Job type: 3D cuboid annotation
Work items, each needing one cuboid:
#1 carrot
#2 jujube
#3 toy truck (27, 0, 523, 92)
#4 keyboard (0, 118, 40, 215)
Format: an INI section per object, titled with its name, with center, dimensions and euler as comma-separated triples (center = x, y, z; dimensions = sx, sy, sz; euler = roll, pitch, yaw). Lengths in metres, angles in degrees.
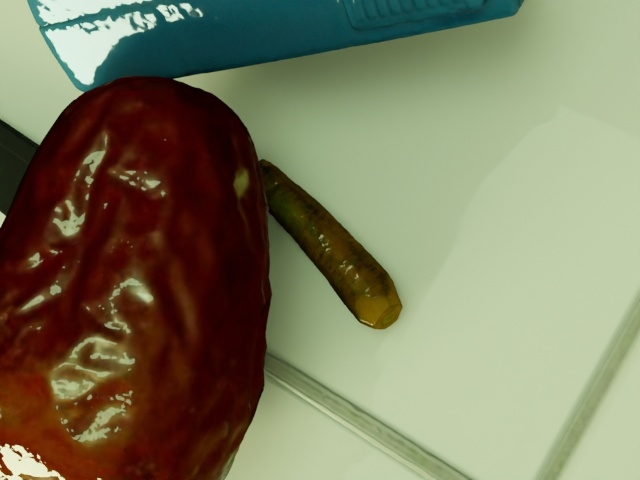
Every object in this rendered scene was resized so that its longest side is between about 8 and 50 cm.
[carrot]
center = 0.000, 0.000, 0.757
dimensions = 0.042, 0.042, 0.171
euler = -46, 64, 6
[jujube]
center = -0.142, 0.044, 0.713
dimensions = 0.223, 0.223, 0.318
euler = 3, 76, 22
[toy truck]
center = -0.039, -0.221, 0.725
dimensions = 0.384, 0.161, 0.162
euler = -5, 35, 21
[keyboard]
center = -0.324, -0.091, 0.910
dimensions = 0.231, 0.023, 0.072
euler = 32, 97, 24
